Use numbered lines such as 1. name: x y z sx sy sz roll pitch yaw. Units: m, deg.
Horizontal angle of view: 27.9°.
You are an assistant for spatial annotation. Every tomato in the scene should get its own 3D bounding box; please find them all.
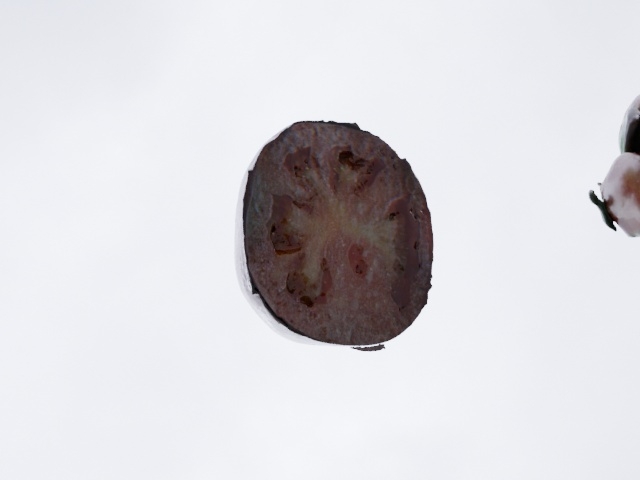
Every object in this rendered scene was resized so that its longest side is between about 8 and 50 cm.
1. tomato: 0.000 0.000 1.196 0.225 0.085 0.225 7 -102 -34

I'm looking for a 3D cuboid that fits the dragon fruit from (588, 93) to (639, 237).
1. dragon fruit: 0.294 0.023 0.782 0.130 0.268 0.295 -36 -88 22
